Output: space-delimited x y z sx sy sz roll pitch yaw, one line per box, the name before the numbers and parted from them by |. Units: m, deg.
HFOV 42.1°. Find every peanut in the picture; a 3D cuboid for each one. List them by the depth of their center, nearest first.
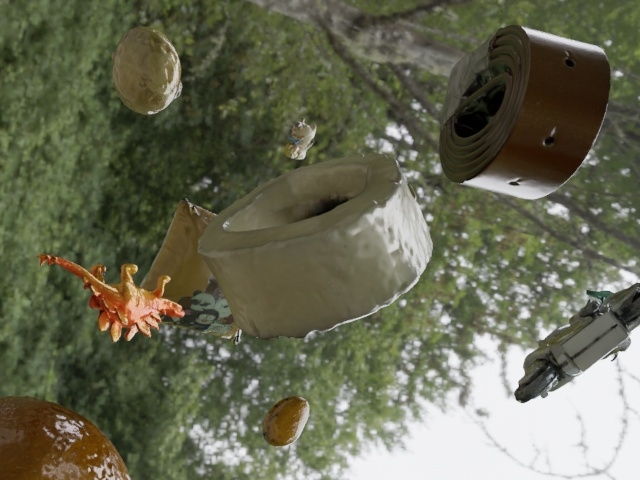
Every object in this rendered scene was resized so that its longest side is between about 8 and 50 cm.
peanut | -0.301 -0.291 1.417 0.159 0.109 0.140 35 -77 46

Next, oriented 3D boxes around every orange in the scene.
orange | -0.312 0.296 0.839 0.264 0.264 0.264 -28 -124 52

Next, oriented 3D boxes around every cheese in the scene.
cheese | 0.001 -0.004 1.186 0.332 0.292 0.153 -2 -60 44

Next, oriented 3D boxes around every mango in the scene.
mango | -0.067 0.357 1.645 0.114 0.079 0.057 -45 175 -22

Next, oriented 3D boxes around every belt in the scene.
belt | 0.258 -0.173 1.133 0.339 0.122 0.217 177 -76 -81

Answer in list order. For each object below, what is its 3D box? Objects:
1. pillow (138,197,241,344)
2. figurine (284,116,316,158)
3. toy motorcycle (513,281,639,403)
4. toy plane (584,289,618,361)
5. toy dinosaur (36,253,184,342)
pillow | -0.235 0.078 1.797 0.312 0.310 0.119 -59 -144 17
figurine | -0.044 -0.184 1.530 0.047 0.051 0.083 29 -62 24
toy motorcycle | 0.333 0.130 1.055 0.229 0.151 0.074 -40 -100 1
toy plane | 0.535 0.166 1.606 0.096 0.235 0.060 -2 -58 36
toy dinosaur | -0.297 0.094 1.233 0.070 0.288 0.117 -25 -117 23
